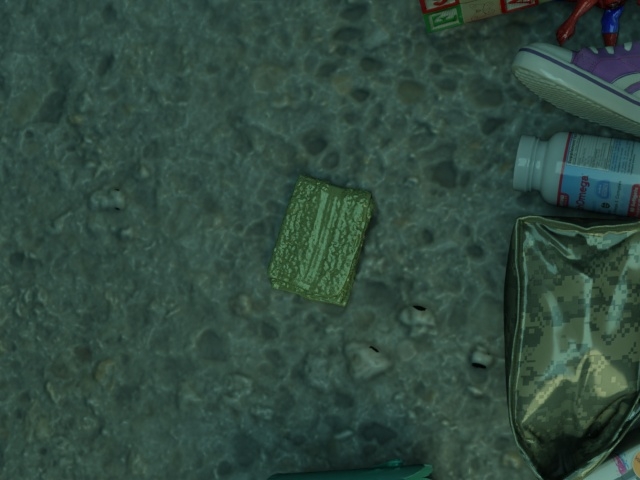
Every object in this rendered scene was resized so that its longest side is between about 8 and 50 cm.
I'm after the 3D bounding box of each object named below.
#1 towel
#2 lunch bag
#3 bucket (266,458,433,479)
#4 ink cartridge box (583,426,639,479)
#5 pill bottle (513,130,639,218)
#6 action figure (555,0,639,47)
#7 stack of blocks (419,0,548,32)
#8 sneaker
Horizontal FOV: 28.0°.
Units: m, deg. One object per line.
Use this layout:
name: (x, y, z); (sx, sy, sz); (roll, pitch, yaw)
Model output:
towel: (0.000, 0.000, 1.564); (0.110, 0.027, 0.148); (16, 95, 14)
lunch bag: (0.280, 0.117, 1.390); (0.169, 0.235, 0.287); (4, 91, 11)
bucket: (0.031, 0.385, 1.439); (0.183, 0.281, 0.281); (1, 90, 15)
ink cartridge box: (0.352, 0.290, 1.430); (0.176, 0.127, 0.128); (-31, 83, 11)
pill bottle: (0.304, -0.077, 1.461); (0.160, 0.087, 0.087); (9, 92, 14)
action figure: (0.258, -0.257, 1.471); (0.280, 0.091, 0.139); (4, 85, 14)
stack of blocks: (0.166, -0.398, 1.443); (0.171, 0.087, 0.297); (-15, 67, 7)
sneaker: (0.352, -0.202, 1.420); (0.282, 0.102, 0.161); (17, 89, -17)
